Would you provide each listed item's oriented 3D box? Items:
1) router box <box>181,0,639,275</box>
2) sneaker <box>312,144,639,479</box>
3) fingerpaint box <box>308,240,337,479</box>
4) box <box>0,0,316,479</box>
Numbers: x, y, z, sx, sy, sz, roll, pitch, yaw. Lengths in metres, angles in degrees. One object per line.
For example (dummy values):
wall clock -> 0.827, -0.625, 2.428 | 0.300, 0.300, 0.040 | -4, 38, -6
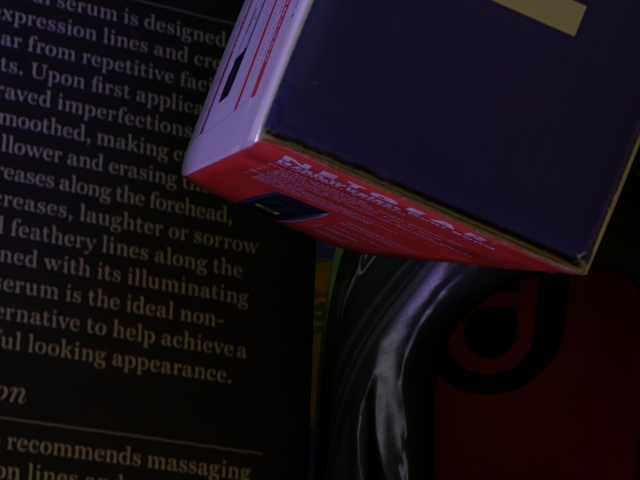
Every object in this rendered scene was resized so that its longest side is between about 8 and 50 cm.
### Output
router box -> 0.062, -0.159, 0.518 | 0.301, 0.082, 0.335 | -169, 102, -82
sneaker -> 0.065, 0.182, 0.683 | 0.202, 0.185, 0.483 | -111, 19, -78
fingerpaint box -> 0.000, 0.000, 1.157 | 0.371, 0.163, 0.445 | 108, 156, -65
box -> -0.157, 0.091, 0.779 | 0.293, 0.212, 0.396 | -33, 50, 57
